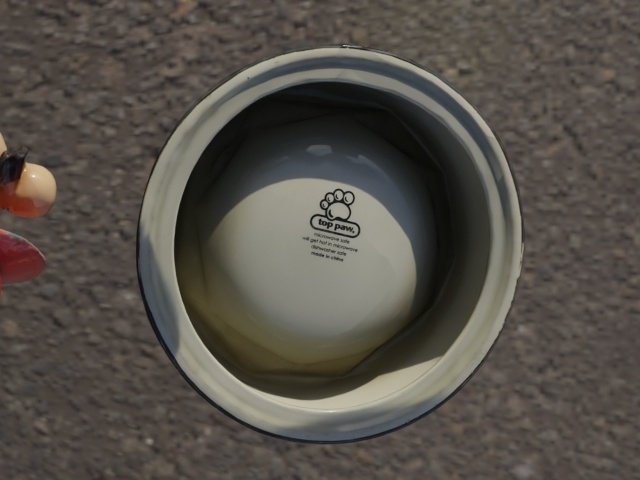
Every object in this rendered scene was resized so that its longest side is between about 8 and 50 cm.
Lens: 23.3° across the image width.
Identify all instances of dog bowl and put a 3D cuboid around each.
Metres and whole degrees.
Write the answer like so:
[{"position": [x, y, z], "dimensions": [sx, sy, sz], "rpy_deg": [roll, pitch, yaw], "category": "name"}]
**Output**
[{"position": [0.000, 0.000, 1.639], "dimensions": [0.407, 0.150, 0.408], "rpy_deg": [-1, 96, -13], "category": "dog bowl"}]

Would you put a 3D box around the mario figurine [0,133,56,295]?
[{"position": [-0.212, -0.093, 0.927], "dimensions": [0.198, 0.170, 0.321], "rpy_deg": [48, 35, -73], "category": "mario figurine"}]
